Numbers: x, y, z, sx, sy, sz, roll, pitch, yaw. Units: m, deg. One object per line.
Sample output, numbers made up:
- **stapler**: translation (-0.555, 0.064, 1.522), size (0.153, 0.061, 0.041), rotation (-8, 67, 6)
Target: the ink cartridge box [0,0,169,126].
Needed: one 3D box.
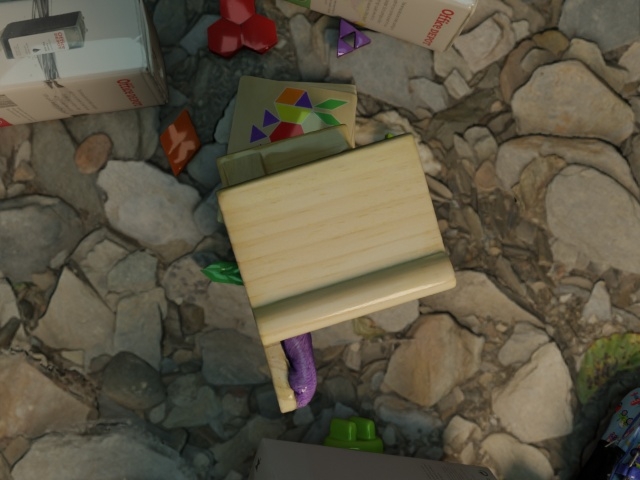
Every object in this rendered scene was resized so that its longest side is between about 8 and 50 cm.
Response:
- **ink cartridge box**: translation (-0.277, -0.184, 0.881), size (0.218, 0.158, 0.092), rotation (-7, 87, -4)

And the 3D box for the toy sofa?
- **toy sofa**: translation (0.000, 0.000, 0.762), size (0.150, 0.362, 0.177), rotation (-17, 100, -4)

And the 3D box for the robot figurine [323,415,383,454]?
- **robot figurine**: translation (0.035, 0.252, 0.928), size (0.101, 0.067, 0.115), rotation (3, 86, -35)

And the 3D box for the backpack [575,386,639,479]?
- **backpack**: translation (0.381, 0.252, 0.927), size (0.158, 0.117, 0.173), rotation (30, 85, -1)

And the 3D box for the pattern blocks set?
- **pattern blocks set**: translation (-0.034, -0.097, 0.959), size (0.285, 0.026, 0.325), rotation (17, 87, -3)

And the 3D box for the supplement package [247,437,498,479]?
- **supplement package**: translation (0.058, 0.338, 0.808), size (0.262, 0.199, 0.198), rotation (12, 105, -19)

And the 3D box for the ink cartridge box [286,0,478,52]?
- **ink cartridge box**: translation (0.061, -0.291, 0.909), size (0.212, 0.154, 0.093), rotation (20, 85, -2)
